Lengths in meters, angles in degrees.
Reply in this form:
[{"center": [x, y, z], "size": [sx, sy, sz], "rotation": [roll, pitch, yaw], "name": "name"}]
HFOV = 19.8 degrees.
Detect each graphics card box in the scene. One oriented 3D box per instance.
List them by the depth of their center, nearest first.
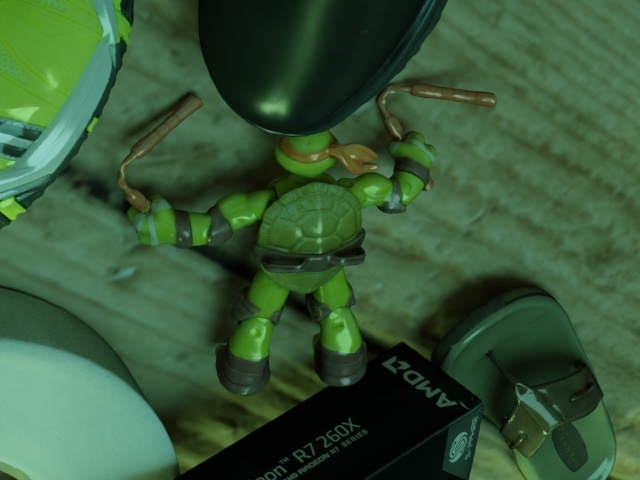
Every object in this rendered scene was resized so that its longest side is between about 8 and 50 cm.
[{"center": [-0.050, 0.250, 1.294], "size": [0.371, 0.094, 0.233], "rotation": [-28, 139, -34], "name": "graphics card box"}]

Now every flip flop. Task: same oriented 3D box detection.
[{"center": [0.176, 0.133, 1.434], "size": [0.112, 0.080, 0.277], "rotation": [-36, 134, -3], "name": "flip flop"}]

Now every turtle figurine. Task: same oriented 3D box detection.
[{"center": [0.000, 0.000, 1.222], "size": [0.269, 0.087, 0.217], "rotation": [-14, 129, -23], "name": "turtle figurine"}]

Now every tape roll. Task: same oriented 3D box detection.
[{"center": [-0.282, 0.204, 1.212], "size": [0.392, 0.072, 0.392], "rotation": [-16, 130, -20], "name": "tape roll"}]

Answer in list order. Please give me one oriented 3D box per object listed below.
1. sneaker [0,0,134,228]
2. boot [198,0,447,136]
[{"center": [-0.263, -0.055, 0.982], "size": [0.385, 0.145, 0.147], "rotation": [-41, 134, -1], "name": "sneaker"}, {"center": [-0.035, -0.172, 0.859], "size": [0.367, 0.146, 0.445], "rotation": [-61, 169, 24], "name": "boot"}]
